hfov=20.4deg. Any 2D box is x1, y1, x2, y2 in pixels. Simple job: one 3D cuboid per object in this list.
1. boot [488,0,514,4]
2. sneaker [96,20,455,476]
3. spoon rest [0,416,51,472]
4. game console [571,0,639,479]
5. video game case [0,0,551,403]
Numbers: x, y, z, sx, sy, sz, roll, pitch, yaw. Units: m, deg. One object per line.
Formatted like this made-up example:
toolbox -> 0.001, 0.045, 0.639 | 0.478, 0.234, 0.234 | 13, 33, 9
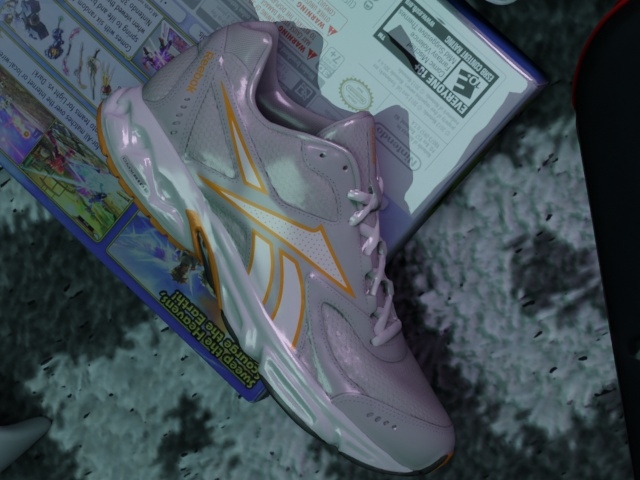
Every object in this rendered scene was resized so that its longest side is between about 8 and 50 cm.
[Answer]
boot -> 0.120, -0.152, 0.949 | 0.190, 0.069, 0.086 | 42, 112, 16
sneaker -> 0.000, 0.000, 0.923 | 0.121, 0.099, 0.262 | -38, 87, 13
spoon rest -> -0.282, 0.031, 1.081 | 0.137, 0.084, 0.276 | -43, 86, 17
game console -> 0.308, 0.038, 0.835 | 0.342, 0.060, 0.386 | 0, 123, 23
video game case -> -0.051, -0.088, 1.006 | 0.269, 0.061, 0.244 | 43, 106, 7
